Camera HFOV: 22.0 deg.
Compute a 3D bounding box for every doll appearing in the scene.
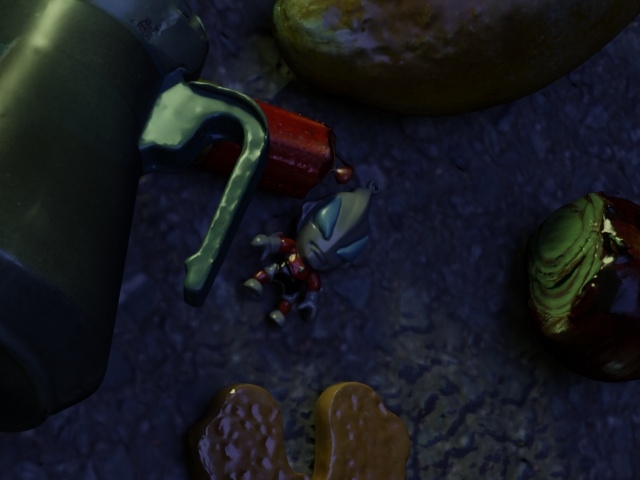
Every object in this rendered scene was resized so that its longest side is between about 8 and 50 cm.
[{"bbox_3d":[0.001,0.000,0.979,0.057,0.039,0.114,42,66,3],"label":"doll"}]

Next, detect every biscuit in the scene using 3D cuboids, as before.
[{"bbox_3d":[-0.002,0.197,0.932,0.144,0.040,0.236,-1,80,-22],"label":"biscuit"}]

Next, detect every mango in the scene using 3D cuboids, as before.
[{"bbox_3d":[0.108,-0.188,1.027,0.316,0.146,0.193,-39,94,-21],"label":"mango"}]

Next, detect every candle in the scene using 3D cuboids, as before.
[{"bbox_3d":[-0.037,-0.057,0.966,0.130,0.052,0.052,16,71,-26],"label":"candle"}]

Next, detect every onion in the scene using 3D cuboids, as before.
[{"bbox_3d":[0.186,0.033,1.034,0.118,0.118,0.117,27,62,-21],"label":"onion"}]

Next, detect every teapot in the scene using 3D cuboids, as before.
[{"bbox_3d":[-0.141,-0.030,0.830,0.203,0.171,0.225,18,60,8],"label":"teapot"}]
